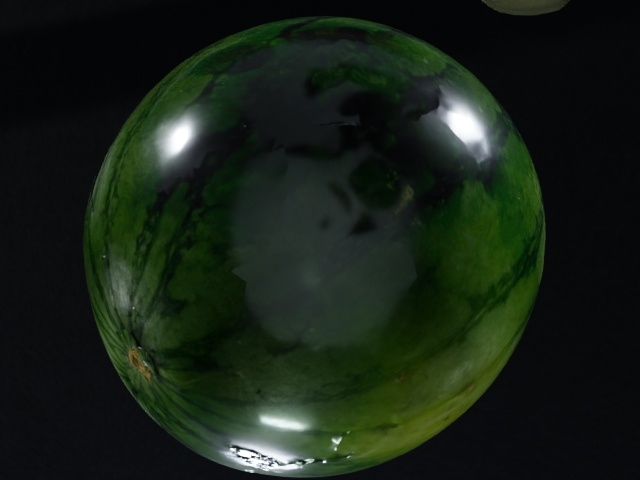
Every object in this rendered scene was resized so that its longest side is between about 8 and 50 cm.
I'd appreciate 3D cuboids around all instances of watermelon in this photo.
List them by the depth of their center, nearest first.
[{"bbox_3d":[-0.003,0.003,0.677,0.243,0.242,0.242,2,-101,-9],"label":"watermelon"}]

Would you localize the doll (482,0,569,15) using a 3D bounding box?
[{"bbox_3d":[0.174,-0.186,0.497,0.256,0.196,0.152,-6,-103,5],"label":"doll"}]
